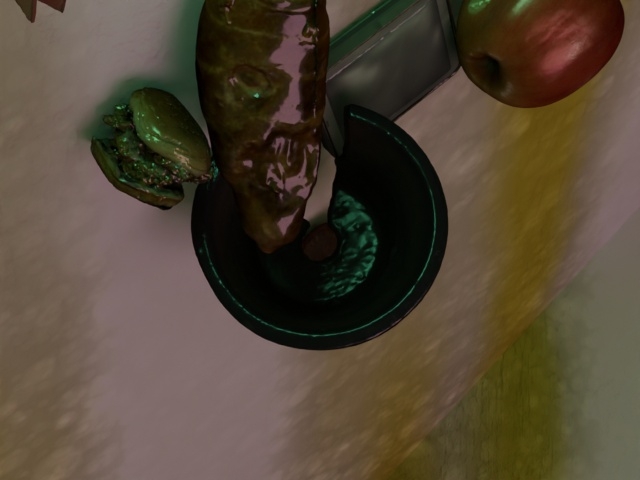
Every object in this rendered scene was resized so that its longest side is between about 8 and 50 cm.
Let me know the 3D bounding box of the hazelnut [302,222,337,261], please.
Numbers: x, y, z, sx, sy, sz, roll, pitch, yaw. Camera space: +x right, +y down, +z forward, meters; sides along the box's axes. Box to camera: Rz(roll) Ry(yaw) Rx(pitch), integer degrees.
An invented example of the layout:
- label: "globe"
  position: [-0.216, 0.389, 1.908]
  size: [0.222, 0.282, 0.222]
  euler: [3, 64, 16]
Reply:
- label: "hazelnut"
  position: [0.021, 0.034, 2.721]
  size: [0.154, 0.143, 0.143]
  euler: [-36, 156, 10]

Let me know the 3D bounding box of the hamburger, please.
- label: "hamburger"
  position: [-0.210, -0.119, 2.106]
  size: [0.131, 0.159, 0.185]
  euler: [-49, 134, 11]

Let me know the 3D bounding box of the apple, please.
- label: "apple"
  position: [0.331, -0.331, 2.415]
  size: [0.241, 0.242, 0.242]
  euler: [-45, 156, -9]

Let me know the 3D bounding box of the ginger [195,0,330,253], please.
- label: "ginger"
  position: [-0.079, -0.213, 2.110]
  size: [0.176, 0.254, 0.418]
  euler: [-6, 127, -5]

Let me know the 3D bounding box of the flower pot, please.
- label: "flower pot"
  position: [0.000, 0.000, 2.419]
  size: [0.379, 0.379, 0.251]
  euler: [-37, 174, -7]

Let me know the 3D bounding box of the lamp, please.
- label: "lamp"
  position: [0.098, -0.263, 2.424]
  size: [0.266, 0.047, 0.269]
  euler: [-37, 155, -6]

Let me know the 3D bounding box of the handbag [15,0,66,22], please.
- label: "handbag"
  position: [-0.320, -0.331, 1.538]
  size: [0.059, 0.212, 0.157]
  euler: [-30, 154, -34]
